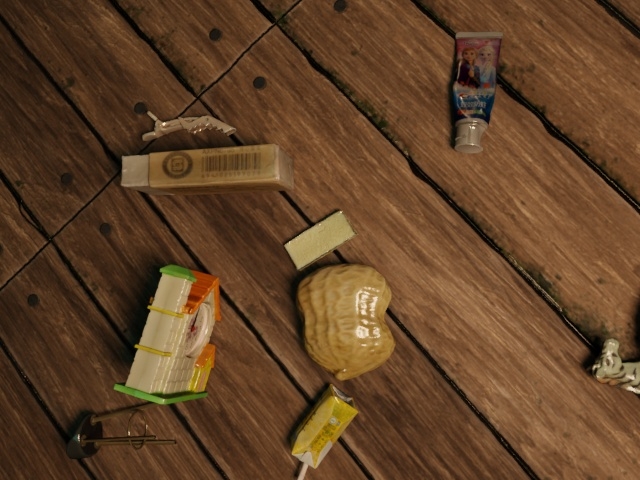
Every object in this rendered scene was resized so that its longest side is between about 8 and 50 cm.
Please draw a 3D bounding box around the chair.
[{"bbox_3d":[-0.434,0.411,1.105,0.222,0.104,0.095,-12,57,5],"label":"chair"}]

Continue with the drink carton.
[{"bbox_3d":[-0.010,0.395,1.026,0.074,0.084,0.200,37,91,-11],"label":"drink carton"}]

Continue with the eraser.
[{"bbox_3d":[-0.236,-0.145,1.087,0.344,0.144,0.078,-1,86,10],"label":"eraser"}]

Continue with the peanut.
[{"bbox_3d":[0.050,0.163,1.021,0.197,0.110,0.232,-8,82,10],"label":"peanut"}]

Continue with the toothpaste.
[{"bbox_3d":[0.317,-0.313,1.048,0.096,0.061,0.266,6,80,12],"label":"toothpaste"}]

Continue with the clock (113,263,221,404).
[{"bbox_3d":[-0.280,0.187,1.033,0.106,0.220,0.255,14,80,11],"label":"clock"}]

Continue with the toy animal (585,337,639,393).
[{"bbox_3d":[0.636,0.246,0.917,0.255,0.090,0.170,35,85,20],"label":"toy animal"}]

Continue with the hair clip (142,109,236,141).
[{"bbox_3d":[-0.302,-0.270,1.167,0.226,0.034,0.072,-2,84,10],"label":"hair clip"}]

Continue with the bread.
[{"bbox_3d":[0.000,0.000,1.087,0.154,0.028,0.068,-33,79,7],"label":"bread"}]
